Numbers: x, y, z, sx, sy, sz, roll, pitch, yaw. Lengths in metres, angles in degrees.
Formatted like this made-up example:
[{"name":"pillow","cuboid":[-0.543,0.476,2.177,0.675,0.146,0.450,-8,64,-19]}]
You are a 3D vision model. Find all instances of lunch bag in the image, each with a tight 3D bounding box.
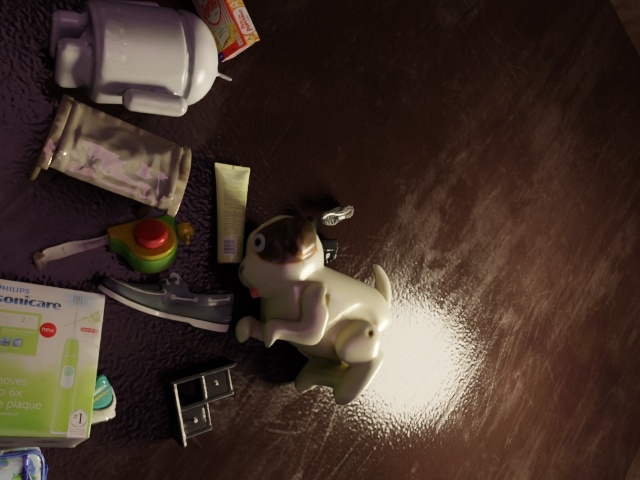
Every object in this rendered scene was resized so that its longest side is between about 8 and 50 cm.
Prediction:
[{"name":"lunch bag","cuboid":[-0.627,0.509,1.133,0.176,0.090,0.219,4,89,-34]}]

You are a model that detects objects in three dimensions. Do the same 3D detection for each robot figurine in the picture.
[{"name":"robot figurine","cuboid":[-0.367,-0.383,1.215,0.353,0.200,0.300,-6,68,-31]}]

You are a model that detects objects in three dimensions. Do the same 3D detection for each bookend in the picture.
[{"name":"bookend","cuboid":[-0.270,0.372,1.355,0.156,0.072,0.157,-11,96,-31]}]

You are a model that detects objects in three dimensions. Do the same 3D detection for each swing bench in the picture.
[{"name":"swing bench","cuboid":[-0.414,-0.161,1.157,0.253,0.254,0.165,23,79,-29]}]

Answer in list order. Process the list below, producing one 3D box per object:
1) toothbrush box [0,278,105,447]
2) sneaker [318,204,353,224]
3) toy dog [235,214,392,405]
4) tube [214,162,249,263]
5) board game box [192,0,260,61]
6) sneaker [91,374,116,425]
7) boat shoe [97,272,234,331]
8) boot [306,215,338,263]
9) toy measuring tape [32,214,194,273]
[{"name":"toothbrush box","cuboid":[-0.540,0.236,1.105,0.206,0.122,0.283,14,57,-30]},{"name":"sneaker","cuboid":[0.036,-0.066,1.552,0.109,0.044,0.040,-17,103,-34]},{"name":"toy dog","cuboid":[-0.019,0.126,1.383,0.395,0.284,0.408,-44,107,-16]},{"name":"tube","cuboid":[-0.213,-0.063,1.399,0.070,0.062,0.240,19,70,-74]},{"name":"board game box","cuboid":[-0.226,-0.523,1.331,0.045,0.147,0.193,-33,106,-27]},{"name":"sneaker","cuboid":[-0.560,0.340,1.182,0.275,0.107,0.110,-4,73,-36]},{"name":"boat shoe","cuboid":[-0.329,0.119,1.291,0.319,0.116,0.099,24,85,-37]},{"name":"boot","cuboid":[0.000,0.000,1.531,0.099,0.045,0.121,7,94,-29]},{"name":"toy measuring tape","cuboid":[-0.419,0.030,1.235,0.330,0.121,0.121,-18,99,-27]}]
